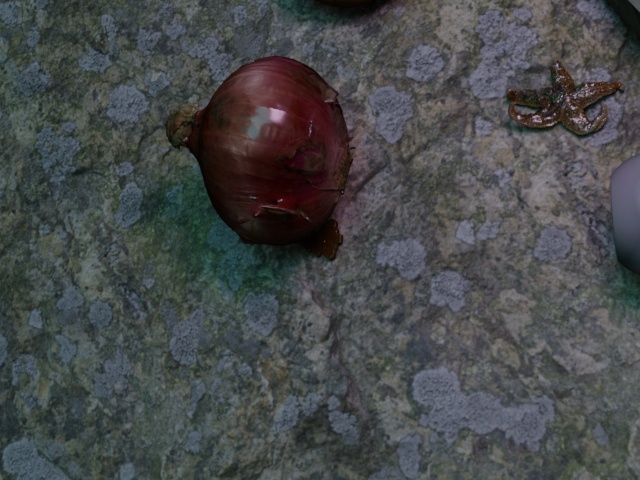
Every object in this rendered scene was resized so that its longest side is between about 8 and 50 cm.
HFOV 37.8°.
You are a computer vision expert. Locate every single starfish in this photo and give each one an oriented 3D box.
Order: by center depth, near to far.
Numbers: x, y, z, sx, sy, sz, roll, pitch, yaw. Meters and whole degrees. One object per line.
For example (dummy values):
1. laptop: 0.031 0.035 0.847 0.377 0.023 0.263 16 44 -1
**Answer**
1. starfish: 0.447 -0.255 1.705 0.210 0.053 0.150 -15 80 11

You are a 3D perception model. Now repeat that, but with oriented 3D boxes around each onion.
1. onion: -0.082 -0.158 1.709 0.354 0.353 0.353 -7 70 19

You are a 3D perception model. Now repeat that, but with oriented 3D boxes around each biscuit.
1. biscuit: 0.000 0.000 1.795 0.092 0.016 0.082 -6 74 22

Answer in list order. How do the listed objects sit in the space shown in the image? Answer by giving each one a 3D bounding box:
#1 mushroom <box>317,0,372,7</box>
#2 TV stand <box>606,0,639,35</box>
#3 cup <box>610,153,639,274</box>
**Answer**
1. mushroom: 0.061 -0.633 1.893 0.345 0.239 0.345 -10 48 11
2. TV stand: 0.552 -0.446 1.641 0.088 0.083 0.269 -25 37 11
3. cup: 0.626 -0.048 1.469 0.317 0.212 0.212 -5 71 21
